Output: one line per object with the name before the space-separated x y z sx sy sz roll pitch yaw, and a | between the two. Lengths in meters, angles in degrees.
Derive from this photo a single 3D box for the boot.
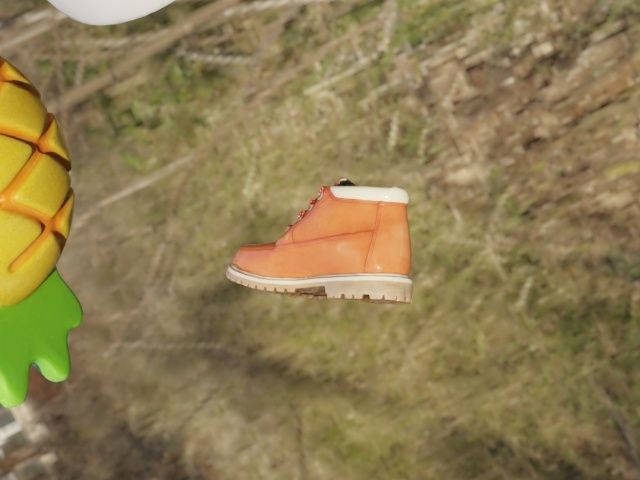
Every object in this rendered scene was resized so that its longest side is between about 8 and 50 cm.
boot | 0.000 0.000 0.950 0.158 0.059 0.084 -1 84 41

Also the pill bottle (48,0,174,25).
pill bottle | -0.202 -0.303 0.732 0.392 0.224 0.224 42 -173 -43

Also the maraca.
maraca | -0.166 -0.013 0.666 0.127 0.099 0.185 -29 -78 -62
